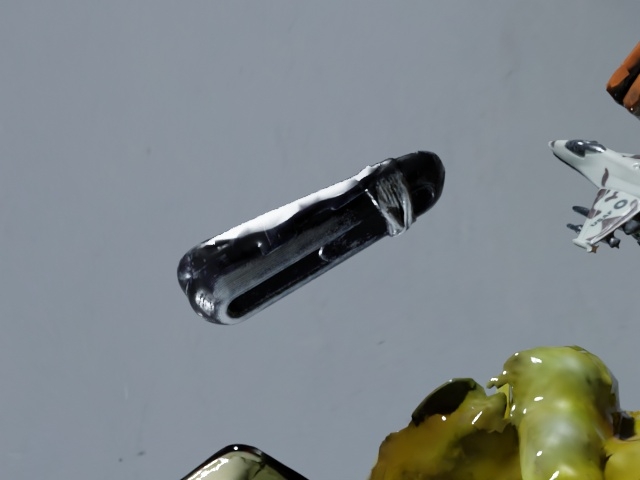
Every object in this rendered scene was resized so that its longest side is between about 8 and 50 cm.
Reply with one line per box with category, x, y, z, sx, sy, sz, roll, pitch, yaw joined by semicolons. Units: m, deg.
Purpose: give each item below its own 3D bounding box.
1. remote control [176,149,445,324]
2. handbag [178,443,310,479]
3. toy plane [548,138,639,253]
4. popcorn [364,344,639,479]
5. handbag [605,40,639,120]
remote control;0.000;0.000;1.802;0.266;0.090;0.066;-25;60;-4
handbag;0.004;0.314;1.314;0.358;0.236;0.160;32;45;-22
toy plane;0.236;-0.041;1.464;0.160;0.234;0.082;-36;102;-13
popcorn;0.160;0.231;1.066;0.290;0.321;0.326;-25;60;-27
handbag;0.343;-0.140;1.148;0.116;0.410;0.303;38;103;25
